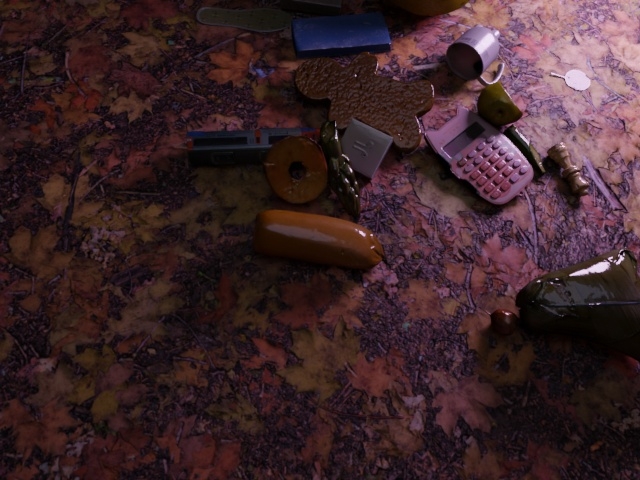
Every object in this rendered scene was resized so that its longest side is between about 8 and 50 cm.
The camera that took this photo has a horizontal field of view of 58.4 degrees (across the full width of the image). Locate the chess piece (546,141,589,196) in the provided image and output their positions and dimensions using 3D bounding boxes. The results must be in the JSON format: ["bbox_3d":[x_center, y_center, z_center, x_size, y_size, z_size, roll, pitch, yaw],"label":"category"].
[{"bbox_3d":[0.732,-0.204,1.678,0.060,0.060,0.171,-18,69,-11],"label":"chess piece"}]

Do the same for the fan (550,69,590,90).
[{"bbox_3d":[0.810,-0.526,1.859,0.134,0.005,0.085,13,65,2],"label":"fan"}]

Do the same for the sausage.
[{"bbox_3d":[0.001,-0.003,1.512,0.354,0.116,0.134,7,55,-4],"label":"sausage"}]

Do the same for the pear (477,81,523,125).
[{"bbox_3d":[0.531,-0.400,1.727,0.104,0.141,0.141,-35,65,26],"label":"pear"}]

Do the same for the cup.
[{"bbox_3d":[0.507,-0.589,1.802,0.174,0.134,0.142,38,67,15],"label":"cup"}]

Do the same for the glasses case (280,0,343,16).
[{"bbox_3d":[-0.029,-0.798,1.918,0.205,0.047,0.070,8,60,1],"label":"glasses case"}]

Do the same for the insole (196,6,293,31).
[{"bbox_3d":[-0.250,-0.736,1.899,0.323,0.007,0.109,5,64,-2],"label":"insole"}]

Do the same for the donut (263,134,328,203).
[{"bbox_3d":[-0.067,-0.199,1.578,0.174,0.074,0.190,-34,109,3],"label":"donut"}]

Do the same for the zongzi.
[{"bbox_3d":[0.690,0.230,1.424,0.323,0.160,0.360,-19,74,-6],"label":"zongzi"}]

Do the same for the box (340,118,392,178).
[{"bbox_3d":[0.120,-0.260,1.644,0.129,0.051,0.130,28,92,10],"label":"box"}]

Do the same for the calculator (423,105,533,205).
[{"bbox_3d":[0.470,-0.240,1.686,0.220,0.048,0.329,-38,75,-20],"label":"calculator"}]

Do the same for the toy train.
[{"bbox_3d":[-0.171,-0.266,1.637,0.410,0.086,0.089,-2,66,-5],"label":"toy train"}]

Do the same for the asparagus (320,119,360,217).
[{"bbox_3d":[0.054,-0.195,1.590,0.080,0.080,0.287,-21,94,-12],"label":"asparagus"}]

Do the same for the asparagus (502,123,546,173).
[{"bbox_3d":[0.615,-0.272,1.709,0.045,0.041,0.178,-34,72,-8],"label":"asparagus"}]

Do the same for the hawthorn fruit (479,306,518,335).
[{"bbox_3d":[0.453,0.201,1.469,0.103,0.066,0.066,21,65,20],"label":"hawthorn fruit"}]

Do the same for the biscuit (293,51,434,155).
[{"bbox_3d":[0.124,-0.435,1.744,0.433,0.064,0.282,20,75,8],"label":"biscuit"}]

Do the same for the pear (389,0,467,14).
[{"bbox_3d":[0.371,-0.912,1.825,0.419,0.362,0.362,-11,66,-3],"label":"pear"}]

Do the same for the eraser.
[{"bbox_3d":[0.065,-0.668,1.863,0.312,0.042,0.144,-6,66,-6],"label":"eraser"}]
